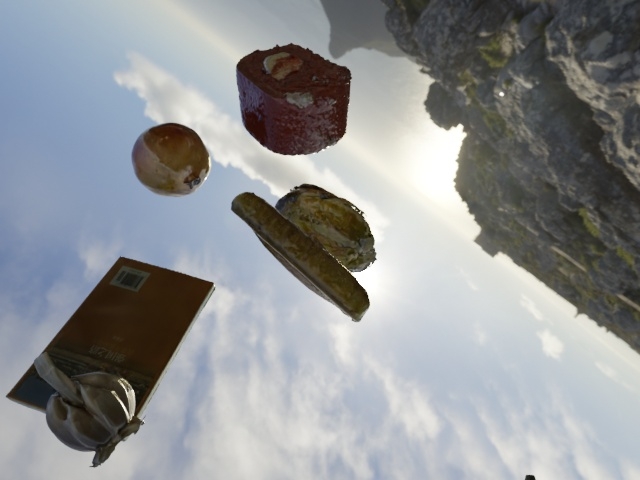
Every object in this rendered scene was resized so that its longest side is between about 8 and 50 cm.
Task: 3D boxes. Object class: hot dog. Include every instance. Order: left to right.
[{"bbox_3d":[-0.031,0.020,0.697,0.289,0.068,0.083,43,166,10],"label":"hot dog"}]

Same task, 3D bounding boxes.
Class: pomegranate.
[{"bbox_3d":[-0.365,-0.193,1.053,0.191,0.191,0.191,35,-168,-9],"label":"pomegranate"}]

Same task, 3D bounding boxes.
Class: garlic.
[{"bbox_3d":[-0.393,0.263,0.691,0.194,0.131,0.127,48,160,-18],"label":"garlic"}]

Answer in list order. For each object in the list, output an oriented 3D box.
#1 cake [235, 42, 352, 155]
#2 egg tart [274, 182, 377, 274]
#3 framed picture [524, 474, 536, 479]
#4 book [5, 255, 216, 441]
[{"bbox_3d":[-0.066,-0.290,0.868,0.177,0.150,0.283,-25,-130,-28],"label":"cake"},{"bbox_3d":[0.000,0.000,1.074,0.297,0.297,0.132,37,-130,-3],"label":"egg tart"},{"bbox_3d":[0.191,0.306,0.374,0.149,0.011,0.109,-33,-78,-51],"label":"framed picture"},{"bbox_3d":[-0.429,0.205,0.921,0.263,0.028,0.374,15,-130,9],"label":"book"}]
